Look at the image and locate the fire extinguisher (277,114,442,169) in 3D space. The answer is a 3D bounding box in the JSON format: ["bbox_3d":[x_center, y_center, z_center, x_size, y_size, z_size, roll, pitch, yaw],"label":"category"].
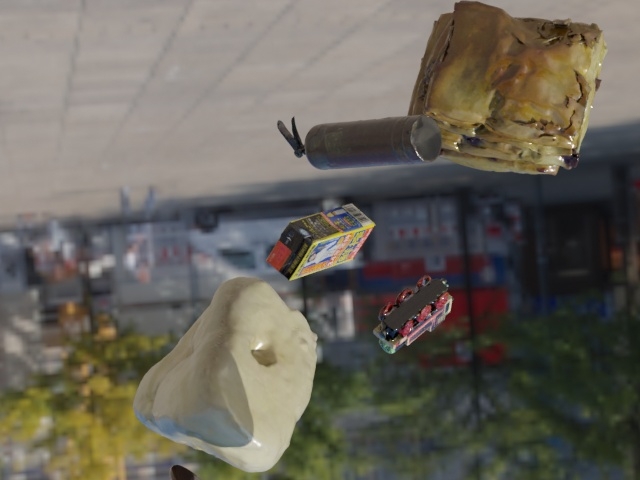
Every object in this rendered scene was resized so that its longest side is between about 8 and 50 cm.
[{"bbox_3d":[0.050,-0.151,2.321,0.268,0.089,0.072,-1,-148,41],"label":"fire extinguisher"}]

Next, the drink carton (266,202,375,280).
[{"bbox_3d":[0.000,0.000,2.139,0.056,0.071,0.166,40,-153,21],"label":"drink carton"}]

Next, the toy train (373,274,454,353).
[{"bbox_3d":[0.132,0.110,2.263,0.138,0.050,0.087,-37,151,-28],"label":"toy train"}]

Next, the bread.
[{"bbox_3d":[0.304,-0.266,2.678,0.325,0.277,0.167,12,169,20],"label":"bread"}]

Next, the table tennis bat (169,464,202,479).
[{"bbox_3d":[-0.100,0.298,1.978,0.119,0.107,0.170,-42,150,5],"label":"table tennis bat"}]

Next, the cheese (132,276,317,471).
[{"bbox_3d":[-0.129,0.208,2.003,0.251,0.174,0.248,-41,-158,19],"label":"cheese"}]
